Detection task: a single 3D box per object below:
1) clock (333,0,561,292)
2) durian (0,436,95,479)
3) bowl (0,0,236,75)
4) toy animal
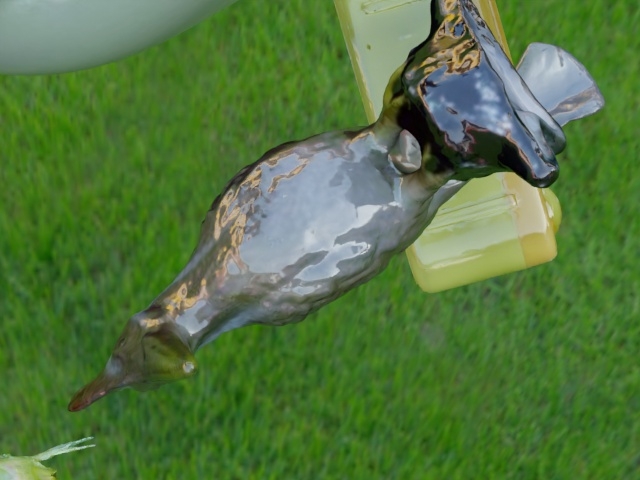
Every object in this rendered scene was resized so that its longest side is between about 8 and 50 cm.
[{"bbox_3d":[0.076,-0.076,1.019,0.096,0.143,0.202,-17,89,8],"label":"clock"},{"bbox_3d":[-0.341,0.202,1.172,0.355,0.157,0.169,0,65,-1],"label":"durian"},{"bbox_3d":[-0.185,-0.222,0.846,0.354,0.354,0.185,31,46,8],"label":"bowl"},{"bbox_3d":[0.004,-0.004,0.530,0.202,0.105,0.070,-37,82,0],"label":"toy animal"}]
